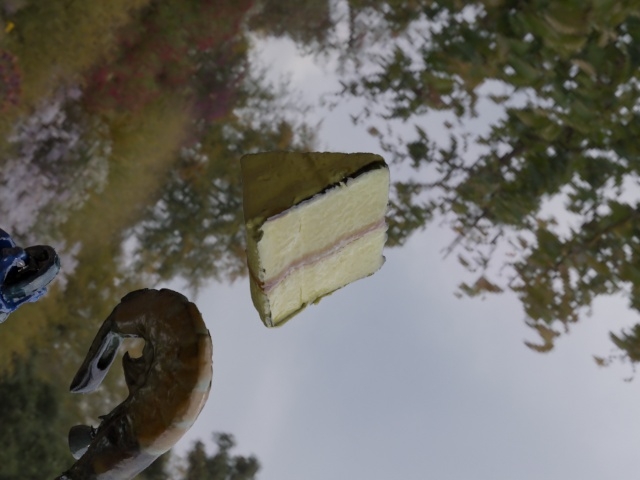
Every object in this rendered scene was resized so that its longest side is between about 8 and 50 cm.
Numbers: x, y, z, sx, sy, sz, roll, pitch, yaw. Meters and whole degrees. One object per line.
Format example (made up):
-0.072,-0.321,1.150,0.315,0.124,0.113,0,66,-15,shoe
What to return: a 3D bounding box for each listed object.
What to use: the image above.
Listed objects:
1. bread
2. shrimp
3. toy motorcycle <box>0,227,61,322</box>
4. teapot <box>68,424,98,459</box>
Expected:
0.000,0.000,1.566,0.263,0.236,0.198,89,-5,-50,bread
-0.327,0.256,1.579,0.445,0.085,0.272,-50,-128,20,shrimp
-0.493,0.073,1.318,0.319,0.182,0.241,15,-106,45,toy motorcycle
-0.443,0.390,1.930,0.057,0.088,0.066,-12,-125,13,teapot
